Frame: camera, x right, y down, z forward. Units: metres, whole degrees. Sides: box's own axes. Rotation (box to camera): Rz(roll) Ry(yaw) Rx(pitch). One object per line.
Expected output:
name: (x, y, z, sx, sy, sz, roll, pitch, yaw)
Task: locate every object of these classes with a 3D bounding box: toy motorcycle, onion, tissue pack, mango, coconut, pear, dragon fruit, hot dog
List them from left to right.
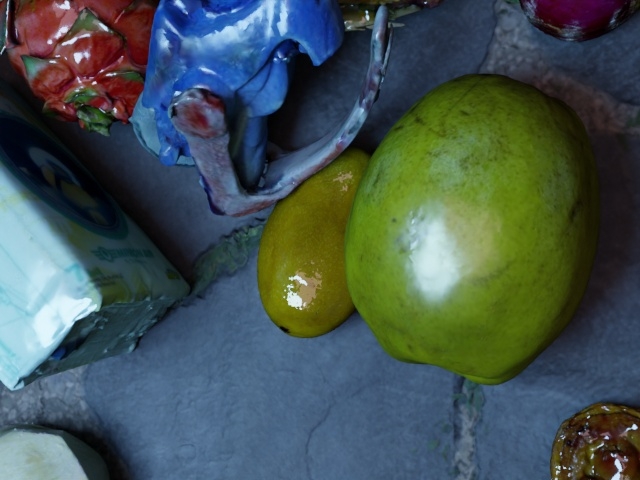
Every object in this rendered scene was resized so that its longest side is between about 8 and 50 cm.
tissue pack: (-0.350, -0.036, 0.824, 0.162, 0.287, 0.388, -44, 83, 4)
coconut: (-0.359, 0.325, 0.879, 0.241, 0.241, 0.241, 0, 92, 12)
dragon fruit: (-0.267, -0.250, 0.848, 0.192, 0.193, 0.274, -14, 88, 41)
toy motorcycle: (-0.065, -0.182, 0.756, 0.241, 0.319, 0.182, -6, 54, -23)
mango: (0.000, 0.000, 0.844, 0.136, 0.099, 0.227, 16, 87, 16)
pear: (0.154, -0.015, 0.737, 0.253, 0.253, 0.307, 19, 87, 11)
onion: (0.258, -0.309, 0.758, 0.198, 0.135, 0.173, 34, 95, 11)
hot dog: (0.330, 0.287, 0.781, 0.160, 0.099, 0.227, -20, 85, 12)

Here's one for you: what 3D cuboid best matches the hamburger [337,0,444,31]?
hamburger: (-0.002, -0.316, 0.805, 0.245, 0.155, 0.282, -44, 86, 13)
